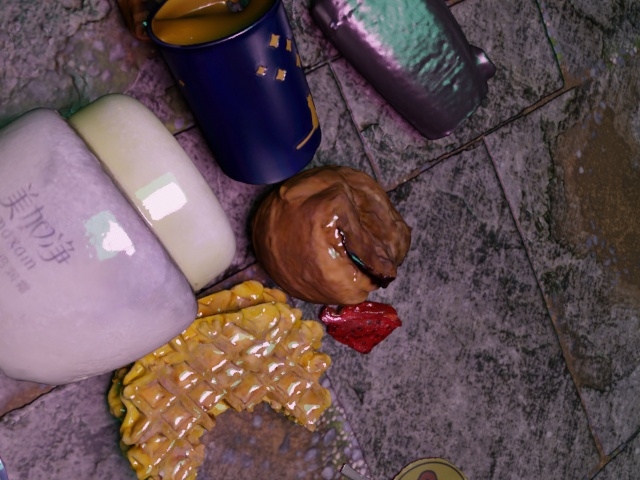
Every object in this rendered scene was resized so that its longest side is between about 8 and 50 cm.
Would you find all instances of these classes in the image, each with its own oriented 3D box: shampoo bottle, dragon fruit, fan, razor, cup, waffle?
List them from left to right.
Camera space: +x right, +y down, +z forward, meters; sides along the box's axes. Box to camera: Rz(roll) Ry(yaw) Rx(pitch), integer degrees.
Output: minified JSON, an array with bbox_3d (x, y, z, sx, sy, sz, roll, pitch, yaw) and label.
[{"bbox_3d":[-0.289,0.002,0.892,0.317,0.322,0.322,-36,108,-9],"label":"shampoo bottle"},{"bbox_3d":[-0.146,0.212,1.067,0.324,0.151,0.261,-23,104,-29],"label":"waffle"},{"bbox_3d":[-0.083,-0.245,1.037,0.255,0.178,0.256,-54,145,-27],"label":"cup"},{"bbox_3d":[0.069,0.132,1.231,0.131,0.063,0.097,30,77,-26],"label":"dragon fruit"},{"bbox_3d":[0.145,-0.330,1.231,0.189,0.107,0.327,-48,113,-2],"label":"razor"},{"bbox_3d":[0.156,0.484,1.313,0.335,0.011,0.229,38,74,-24],"label":"fan"}]

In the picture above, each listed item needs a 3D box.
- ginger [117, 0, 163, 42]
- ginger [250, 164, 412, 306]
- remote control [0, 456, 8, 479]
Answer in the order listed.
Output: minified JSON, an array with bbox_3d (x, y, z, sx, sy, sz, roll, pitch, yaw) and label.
[{"bbox_3d":[-0.205,-0.418,1.051,0.133,0.107,0.309,45,68,-23],"label":"ginger"},{"bbox_3d":[-0.002,-0.003,1.090,0.200,0.223,0.269,58,28,-7],"label":"ginger"},{"bbox_3d":[-0.489,0.332,0.956,0.153,0.027,0.043,-19,96,-29],"label":"remote control"}]
